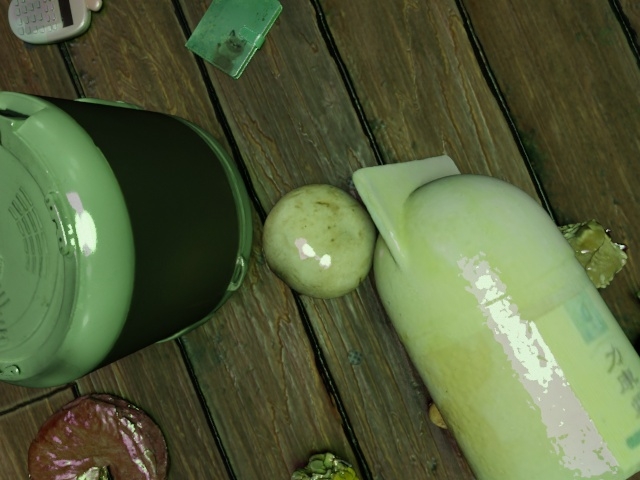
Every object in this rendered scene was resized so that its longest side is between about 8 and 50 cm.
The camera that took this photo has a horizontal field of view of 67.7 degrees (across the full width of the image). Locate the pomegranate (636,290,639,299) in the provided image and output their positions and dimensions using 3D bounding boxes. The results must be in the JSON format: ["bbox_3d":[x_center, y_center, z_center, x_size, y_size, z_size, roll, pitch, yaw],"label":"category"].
[{"bbox_3d":[0.489,0.143,0.644,0.129,0.159,0.130,-11,130,-14],"label":"pomegranate"}]

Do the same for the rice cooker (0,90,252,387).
[{"bbox_3d":[-0.276,-0.015,0.605,0.334,0.325,0.336,4,101,22],"label":"rice cooker"}]

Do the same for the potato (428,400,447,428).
[{"bbox_3d":[0.196,0.238,0.691,0.083,0.068,0.062,5,51,-9],"label":"potato"}]

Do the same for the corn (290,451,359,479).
[{"bbox_3d":[0.032,0.462,0.686,0.106,0.106,0.306,-13,94,5],"label":"corn"}]

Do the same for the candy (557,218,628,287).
[{"bbox_3d":[0.349,0.023,0.651,0.085,0.110,0.095,-40,98,-14],"label":"candy"}]

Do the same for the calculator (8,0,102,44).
[{"bbox_3d":[-0.422,-0.370,0.764,0.165,0.024,0.103,-11,89,7],"label":"calculator"}]

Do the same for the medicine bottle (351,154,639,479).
[{"bbox_3d":[0.203,0.072,0.596,0.235,0.236,0.406,-28,79,5],"label":"medicine bottle"}]

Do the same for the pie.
[{"bbox_3d":[-0.351,0.347,0.743,0.218,0.054,0.204,-37,87,4],"label":"pie"}]

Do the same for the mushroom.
[{"bbox_3d":[0.000,0.000,0.679,0.166,0.127,0.167,3,78,-15],"label":"mushroom"}]

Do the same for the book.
[{"bbox_3d":[-0.132,-0.331,0.740,0.103,0.017,0.135,34,93,5],"label":"book"}]
